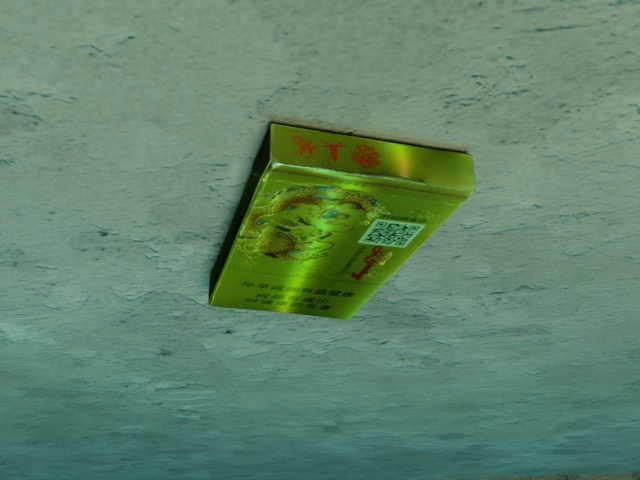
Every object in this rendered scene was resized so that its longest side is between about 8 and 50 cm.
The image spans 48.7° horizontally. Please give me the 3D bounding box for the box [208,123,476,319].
[{"bbox_3d":[0.000,0.000,0.682,0.173,0.043,0.311,6,153,-15],"label":"box"}]
